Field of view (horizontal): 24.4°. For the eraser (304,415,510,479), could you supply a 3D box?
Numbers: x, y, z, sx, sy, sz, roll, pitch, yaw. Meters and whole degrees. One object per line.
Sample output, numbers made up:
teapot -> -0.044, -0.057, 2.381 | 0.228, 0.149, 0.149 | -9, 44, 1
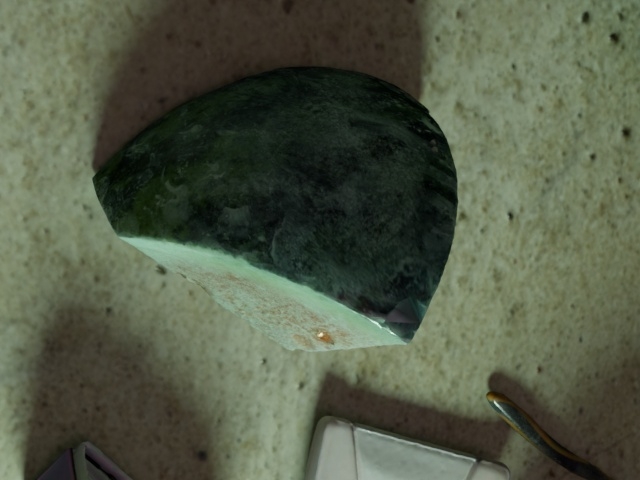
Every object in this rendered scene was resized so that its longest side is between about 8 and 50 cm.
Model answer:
eraser -> 0.048, 0.295, 1.362 | 0.204, 0.059, 0.243 | 19, 90, -25

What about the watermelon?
watermelon -> 0.000, 0.000, 1.212 | 0.320, 0.289, 0.214 | -21, 139, -30

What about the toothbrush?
toothbrush -> 0.271, 0.237, 1.462 | 0.321, 0.023, 0.031 | 42, 81, -25

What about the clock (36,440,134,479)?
clock -> -0.154, 0.272, 1.227 | 0.073, 0.144, 0.193 | -43, 113, 4
